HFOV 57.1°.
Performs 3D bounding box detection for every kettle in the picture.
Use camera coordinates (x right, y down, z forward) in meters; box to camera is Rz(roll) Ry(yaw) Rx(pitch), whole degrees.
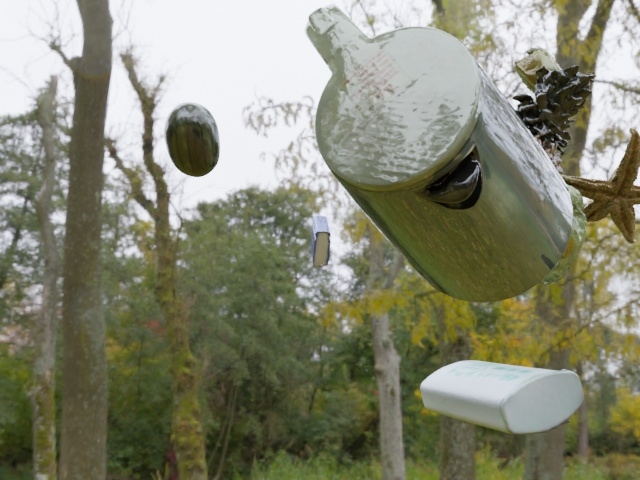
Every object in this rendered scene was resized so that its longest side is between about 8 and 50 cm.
[{"bbox_3d":[0.090,-0.075,0.479,0.160,0.211,0.243,-35,-32,15],"label":"kettle"}]

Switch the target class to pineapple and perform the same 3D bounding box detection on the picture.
[{"bbox_3d":[0.332,-0.153,0.924,0.157,0.279,0.158,26,11,-6],"label":"pineapple"}]

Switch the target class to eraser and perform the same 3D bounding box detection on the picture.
[{"bbox_3d":[0.359,0.313,1.204,0.189,0.104,0.290,-17,1,-24],"label":"eraser"},{"bbox_3d":[0.000,0.000,0.997,0.027,0.063,0.085,4,20,-5],"label":"eraser"}]

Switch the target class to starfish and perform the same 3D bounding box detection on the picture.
[{"bbox_3d":[0.632,-0.110,1.308,0.231,0.048,0.295,-2,-51,19],"label":"starfish"}]

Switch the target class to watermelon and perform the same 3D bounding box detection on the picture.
[{"bbox_3d":[-0.178,-0.137,0.821,0.078,0.078,0.111,0,-60,4],"label":"watermelon"}]

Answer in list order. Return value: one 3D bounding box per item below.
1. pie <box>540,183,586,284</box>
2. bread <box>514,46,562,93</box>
[{"bbox_3d":[0.446,-0.032,1.322,0.274,0.257,0.105,30,-4,29],"label":"pie"},{"bbox_3d":[0.619,-0.449,1.621,0.156,0.110,0.103,37,-66,-22],"label":"bread"}]
